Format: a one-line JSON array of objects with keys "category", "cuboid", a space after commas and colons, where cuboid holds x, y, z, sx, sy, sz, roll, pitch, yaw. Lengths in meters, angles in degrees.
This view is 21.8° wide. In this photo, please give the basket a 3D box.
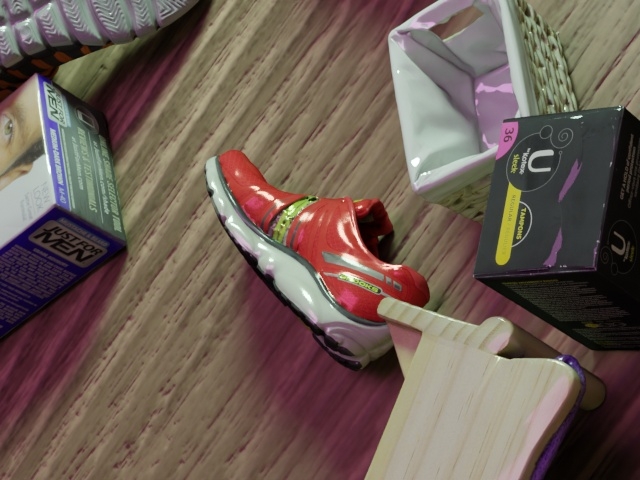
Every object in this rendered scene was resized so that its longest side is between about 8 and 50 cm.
[{"category": "basket", "cuboid": [0.134, -0.106, 1.314, 0.113, 0.103, 0.167, -28, 51, 29]}]

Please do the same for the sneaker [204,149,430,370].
[{"category": "sneaker", "cuboid": [0.000, 0.000, 1.404, 0.118, 0.107, 0.279, -39, 48, -5]}]

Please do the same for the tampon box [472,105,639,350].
[{"category": "tampon box", "cuboid": [0.199, -0.003, 1.158, 0.101, 0.161, 0.120, -4, 65, 41]}]

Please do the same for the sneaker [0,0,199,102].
[{"category": "sneaker", "cuboid": [-0.269, -0.235, 1.734, 0.321, 0.180, 0.125, -17, 88, -2]}]

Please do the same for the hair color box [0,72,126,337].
[{"category": "hair color box", "cuboid": [-0.361, 0.005, 1.703, 0.339, 0.110, 0.185, -34, 48, 22]}]

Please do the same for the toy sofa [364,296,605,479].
[{"category": "toy sofa", "cuboid": [0.080, 0.236, 1.146, 0.177, 0.150, 0.362, 15, 79, 41]}]
